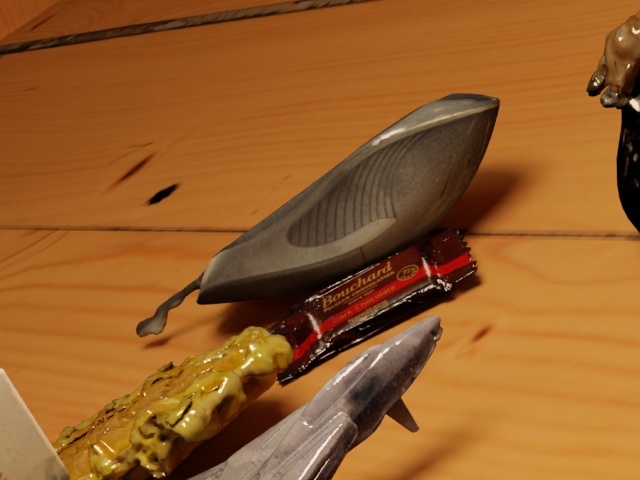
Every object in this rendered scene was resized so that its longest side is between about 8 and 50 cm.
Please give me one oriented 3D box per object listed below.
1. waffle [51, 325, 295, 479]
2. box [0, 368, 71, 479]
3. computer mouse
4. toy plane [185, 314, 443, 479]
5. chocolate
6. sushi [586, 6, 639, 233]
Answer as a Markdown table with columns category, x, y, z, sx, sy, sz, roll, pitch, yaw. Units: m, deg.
| category | x | y | z | sx | sy | sz | roll | pitch | yaw |
| --- | --- | --- | --- | --- | --- | --- | --- | --- | --- |
| waffle | -0.140 | 0.148 | 1.281 | 0.291 | 0.051 | 0.291 | -34 | 7 | 5 |
| box | -0.182 | 0.216 | 0.965 | 0.164 | 0.256 | 0.069 | -40 | 23 | -30 |
| computer mouse | 0.000 | 0.000 | 1.488 | 0.379 | 0.090 | 0.167 | -33 | -2 | 21 |
| toy plane | -0.014 | 0.152 | 1.134 | 0.267 | 0.088 | 0.212 | -37 | 23 | -9 |
| chocolate | 0.039 | 0.050 | 1.405 | 0.182 | 0.028 | 0.086 | -28 | 28 | 1 |
| sushi | 0.291 | -0.124 | 1.238 | 0.225 | 0.218 | 0.238 | -15 | 25 | 20 |
